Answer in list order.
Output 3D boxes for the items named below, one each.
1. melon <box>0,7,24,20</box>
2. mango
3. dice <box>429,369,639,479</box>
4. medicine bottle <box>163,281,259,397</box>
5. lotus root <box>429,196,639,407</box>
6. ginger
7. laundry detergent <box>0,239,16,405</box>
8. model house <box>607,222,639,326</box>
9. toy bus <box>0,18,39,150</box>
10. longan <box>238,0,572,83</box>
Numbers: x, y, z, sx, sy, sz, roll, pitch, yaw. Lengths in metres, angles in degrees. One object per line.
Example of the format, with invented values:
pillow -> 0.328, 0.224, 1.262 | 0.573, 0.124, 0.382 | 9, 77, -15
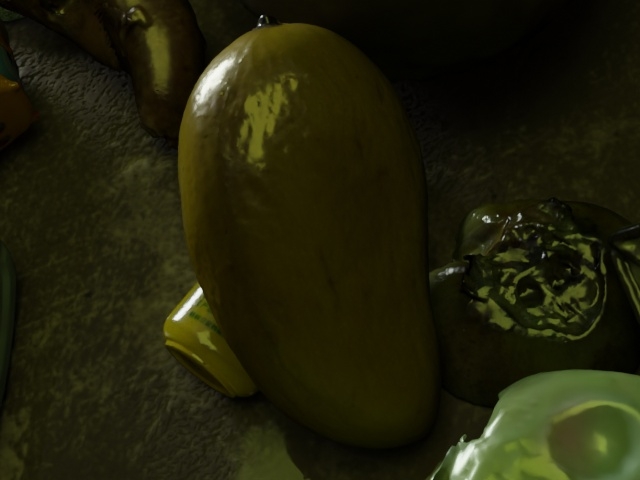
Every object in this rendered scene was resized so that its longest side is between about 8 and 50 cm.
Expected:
melon -> -0.290, -0.297, 1.322 | 0.128, 0.079, 0.160 | 13, 64, 20
mango -> -0.007, -0.002, 0.992 | 0.195, 0.142, 0.331 | -7, 88, -31
dice -> 0.192, 0.242, 0.819 | 0.255, 0.249, 0.252 | 15, 64, 19
medicine bottle -> -0.020, 0.010, 1.103 | 0.095, 0.064, 0.260 | 36, 69, 9
lotus root -> 0.167, 0.034, 1.045 | 0.204, 0.078, 0.183 | -3, 60, 12
ginger -> -0.213, -0.221, 1.222 | 0.309, 0.107, 0.133 | 35, 27, 2
laundry detergent -> -0.406, 0.087, 1.111 | 0.281, 0.105, 0.214 | -4, 62, 7
model house -> 0.301, -0.012, 0.989 | 0.218, 0.204, 0.279 | -4, 30, -34
toy bus -> -0.365, -0.119, 1.213 | 0.210, 0.126, 0.136 | -31, 68, -7
longan -> 0.066, -0.324, 1.092 | 0.391, 0.391, 0.391 | -5, 60, 9
